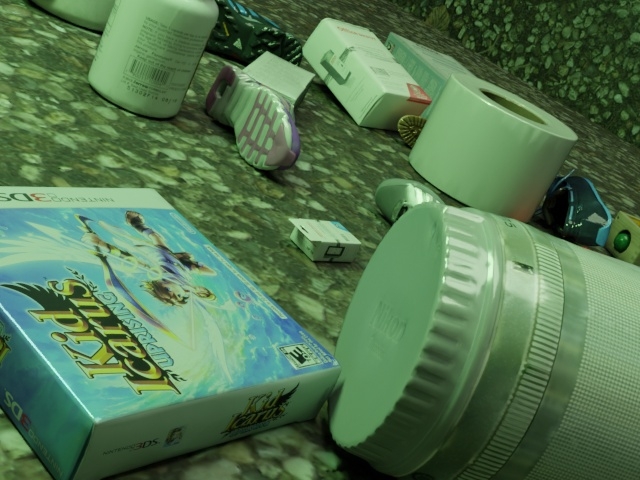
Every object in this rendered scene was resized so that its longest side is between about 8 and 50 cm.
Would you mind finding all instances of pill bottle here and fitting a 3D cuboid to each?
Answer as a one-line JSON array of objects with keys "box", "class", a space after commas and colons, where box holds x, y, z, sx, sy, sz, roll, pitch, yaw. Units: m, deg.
[{"box": [-0.208, -0.290, 1.171, 0.131, 0.229, 0.131, 23, 21, -10], "class": "pill bottle"}]

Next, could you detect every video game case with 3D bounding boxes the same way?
[{"box": [-0.154, 0.050, 0.681, 0.269, 0.061, 0.244, 40, 26, 30], "class": "video game case"}]

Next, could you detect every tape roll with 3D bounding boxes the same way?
[{"box": [0.298, -0.162, 1.547, 0.246, 0.169, 0.246, 23, 20, -9], "class": "tape roll"}]

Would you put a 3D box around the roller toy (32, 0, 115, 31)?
[{"box": [-0.375, -0.440, 1.443, 0.191, 0.146, 0.209, 19, 22, -20], "class": "roller toy"}]

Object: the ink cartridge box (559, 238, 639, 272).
[{"box": [0.438, 0.030, 1.427, 0.189, 0.066, 0.232, 16, 27, -25], "class": "ink cartridge box"}]

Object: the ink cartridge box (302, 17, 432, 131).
[{"box": [0.086, -0.316, 1.709, 0.158, 0.092, 0.218, 0, 49, -50], "class": "ink cartridge box"}]

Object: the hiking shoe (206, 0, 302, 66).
[{"box": [-0.177, -0.397, 1.659, 0.304, 0.113, 0.132, 31, 9, -11], "class": "hiking shoe"}]

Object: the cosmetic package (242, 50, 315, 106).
[{"box": [-0.078, -0.251, 1.467, 0.098, 0.060, 0.239, 28, 21, -2], "class": "cosmetic package"}]

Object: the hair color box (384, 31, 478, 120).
[{"box": [0.273, -0.332, 1.992, 0.185, 0.114, 0.374, 16, 24, -27], "class": "hair color box"}]

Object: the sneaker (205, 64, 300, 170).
[{"box": [-0.073, -0.167, 1.246, 0.104, 0.095, 0.236, 20, 20, -37], "class": "sneaker"}]

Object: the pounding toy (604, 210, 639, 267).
[{"box": [0.586, 0.003, 1.593, 0.141, 0.100, 0.130, 19, 22, -20], "class": "pounding toy"}]

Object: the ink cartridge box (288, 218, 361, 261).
[{"box": [0.000, 0.000, 1.019, 0.083, 0.028, 0.048, 4, 30, -45], "class": "ink cartridge box"}]

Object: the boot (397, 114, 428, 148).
[{"box": [0.197, -0.201, 1.687, 0.157, 0.059, 0.085, 23, 17, -33], "class": "boot"}]

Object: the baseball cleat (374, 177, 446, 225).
[{"box": [0.136, -0.018, 1.163, 0.206, 0.072, 0.109, 34, 29, 28], "class": "baseball cleat"}]

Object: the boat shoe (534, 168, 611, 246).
[{"box": [0.434, -0.067, 1.563, 0.089, 0.109, 0.258, 8, 13, -3], "class": "boat shoe"}]

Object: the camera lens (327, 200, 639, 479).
[{"box": [0.169, 0.109, 0.697, 0.274, 0.219, 0.219, 21, 22, -13], "class": "camera lens"}]
